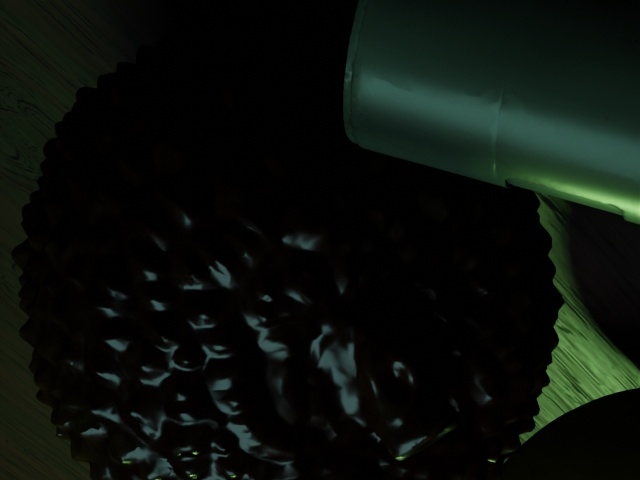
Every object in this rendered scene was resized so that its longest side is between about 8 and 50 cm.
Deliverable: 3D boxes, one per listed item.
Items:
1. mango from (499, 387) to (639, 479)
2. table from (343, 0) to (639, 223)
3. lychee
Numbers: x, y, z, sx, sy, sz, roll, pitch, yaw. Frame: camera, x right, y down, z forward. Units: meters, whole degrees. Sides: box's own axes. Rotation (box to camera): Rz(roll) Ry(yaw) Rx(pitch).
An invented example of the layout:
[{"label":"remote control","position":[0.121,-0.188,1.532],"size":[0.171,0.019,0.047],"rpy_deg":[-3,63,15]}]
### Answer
[{"label":"mango","position":[0.289,0.235,1.175],"size":[0.445,0.300,0.232],"rpy_deg":[-11,161,30]},{"label":"table","position":[0.133,-0.077,0.859],"size":[0.220,0.126,0.126],"rpy_deg":[16,155,15]},{"label":"lychee","position":[-0.023,0.033,1.026],"size":[0.306,0.306,0.330],"rpy_deg":[40,176,-32]}]
